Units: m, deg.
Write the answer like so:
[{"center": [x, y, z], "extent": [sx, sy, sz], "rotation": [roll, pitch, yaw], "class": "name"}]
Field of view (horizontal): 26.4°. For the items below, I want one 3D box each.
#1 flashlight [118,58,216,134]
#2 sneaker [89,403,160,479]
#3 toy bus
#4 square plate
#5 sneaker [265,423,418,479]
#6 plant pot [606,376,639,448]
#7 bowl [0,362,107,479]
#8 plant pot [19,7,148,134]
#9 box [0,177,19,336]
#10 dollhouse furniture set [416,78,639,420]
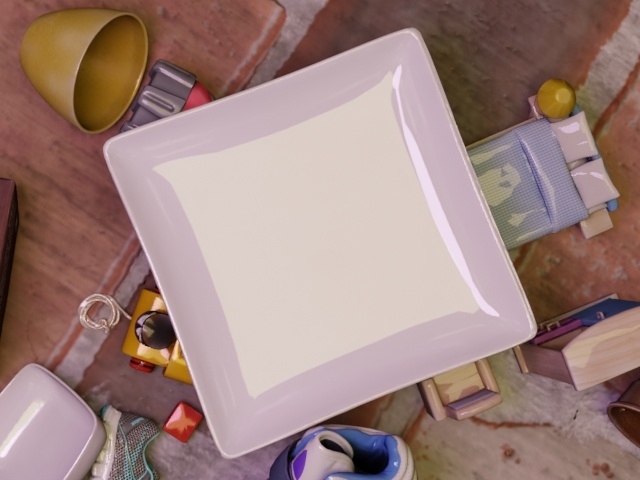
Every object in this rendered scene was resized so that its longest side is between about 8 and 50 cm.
[{"center": [-0.064, -0.083, 1.475], "extent": [0.304, 0.103, 0.103], "rotation": [27, 81, -12], "class": "flashlight"}, {"center": [-0.211, 0.263, 1.464], "extent": [0.076, 0.065, 0.166], "rotation": [9, 90, -12], "class": "sneaker"}, {"center": [-0.132, 0.108, 1.454], "extent": [0.202, 0.104, 0.191], "rotation": [-27, 93, -8], "class": "toy bus"}, {"center": [0.000, 0.000, 1.388], "extent": [0.347, 0.049, 0.344], "rotation": [-21, 87, -6], "class": "square plate"}, {"center": [-0.057, 0.273, 1.394], "extent": [0.323, 0.130, 0.236], "rotation": [-5, 133, -15], "class": "sneaker"}, {"center": [0.434, 0.168, 1.514], "extent": [0.167, 0.167, 0.165], "rotation": [39, 77, -6], "class": "plant pot"}, {"center": [-0.294, 0.218, 1.431], "extent": [0.142, 0.053, 0.142], "rotation": [33, 84, 36], "class": "bowl"}, {"center": [-0.259, -0.191, 1.438], "extent": [0.095, 0.134, 0.134], "rotation": [23, 86, 19], "class": "plant pot"}, {"center": [-0.507, 0.020, 1.363], "extent": [0.381, 0.143, 0.191], "rotation": [8, 70, -10], "class": "box"}, {"center": [0.208, 0.005, 1.457], "extent": [0.286, 0.198, 0.303], "rotation": [-22, 92, -8], "class": "dollhouse furniture set"}]
